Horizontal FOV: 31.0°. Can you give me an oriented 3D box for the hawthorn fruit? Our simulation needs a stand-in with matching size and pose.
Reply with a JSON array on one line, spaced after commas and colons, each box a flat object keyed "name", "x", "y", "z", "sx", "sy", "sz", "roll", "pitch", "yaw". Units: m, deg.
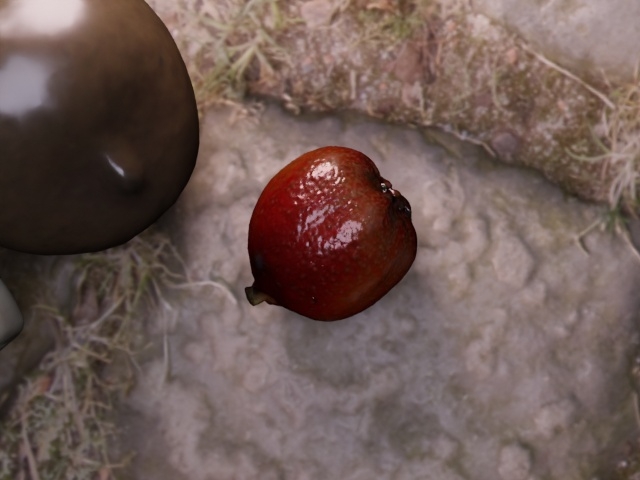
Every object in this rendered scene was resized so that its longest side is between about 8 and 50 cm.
[{"name": "hawthorn fruit", "x": 0.000, "y": 0.000, "z": 1.169, "sx": 0.188, "sy": 0.169, "sz": 0.169, "roll": -31, "pitch": 84, "yaw": 11}]

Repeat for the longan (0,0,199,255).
[{"name": "longan", "x": -0.264, "y": -0.125, "z": 1.138, "sx": 0.297, "sy": 0.297, "sz": 0.297, "roll": 0, "pitch": 84, "yaw": 3}]

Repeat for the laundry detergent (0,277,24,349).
[{"name": "laundry detergent", "x": -0.483, "y": -0.013, "z": 1.120, "sx": 0.264, "sy": 0.125, "sz": 0.397, "roll": -35, "pitch": 94, "yaw": 41}]
